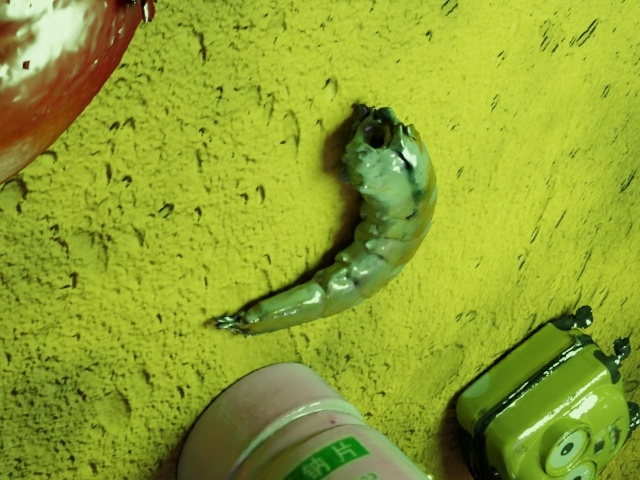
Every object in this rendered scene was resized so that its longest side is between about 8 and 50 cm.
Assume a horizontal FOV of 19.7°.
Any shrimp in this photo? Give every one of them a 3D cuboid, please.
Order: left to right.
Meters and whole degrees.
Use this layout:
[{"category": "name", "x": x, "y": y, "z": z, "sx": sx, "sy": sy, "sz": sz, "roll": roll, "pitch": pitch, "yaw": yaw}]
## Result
[{"category": "shrimp", "x": 0.028, "y": -0.002, "z": 1.914, "sx": 0.287, "sy": 0.068, "sz": 0.185, "roll": -48, "pitch": 141, "yaw": 15}]

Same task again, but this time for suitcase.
[{"category": "suitcase", "x": 0.290, "y": 0.225, "z": 2.301, "sx": 0.235, "sy": 0.143, "sz": 0.194, "roll": -37, "pitch": 142, "yaw": -16}]

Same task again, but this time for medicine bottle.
[{"category": "medicine bottle", "x": 0.019, "y": 0.301, "z": 1.939, "sx": 0.212, "sy": 0.325, "sz": 0.212, "roll": -27, "pitch": 139, "yaw": -26}]

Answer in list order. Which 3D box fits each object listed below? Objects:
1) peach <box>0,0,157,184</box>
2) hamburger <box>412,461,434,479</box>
[{"category": "peach", "x": -0.283, "y": -0.175, "z": 1.194, "sx": 0.370, "sy": 0.370, "sz": 0.370, "roll": -27, "pitch": 138, "yaw": -27}, {"category": "hamburger", "x": 0.078, "y": 0.375, "z": 2.246, "sx": 0.213, "sy": 0.108, "sz": 0.214, "roll": -28, "pitch": 140, "yaw": -27}]
